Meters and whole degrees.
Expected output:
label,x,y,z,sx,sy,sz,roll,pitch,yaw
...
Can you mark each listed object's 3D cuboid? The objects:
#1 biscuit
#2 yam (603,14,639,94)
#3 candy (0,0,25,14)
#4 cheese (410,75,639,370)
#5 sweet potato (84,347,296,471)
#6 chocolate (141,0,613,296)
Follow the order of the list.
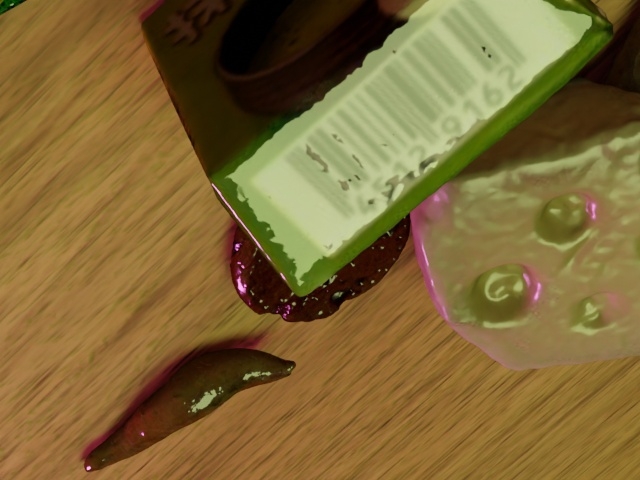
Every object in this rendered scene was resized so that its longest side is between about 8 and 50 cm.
label,x,y,z,sx,sy,sz,roll,pitch,yaw
biscuit,0.000,0.000,1.417,0.192,0.049,0.192,-21,136,-22
yam,0.314,-0.149,1.438,0.081,0.081,0.357,2,130,-32
candy,-0.283,-0.187,1.080,0.178,0.032,0.102,-29,138,-3
cheese,0.238,-0.014,1.413,0.326,0.115,0.318,27,122,-26
sweet potato,-0.145,0.166,1.485,0.249,0.059,0.069,-31,151,6
chocolate,0.020,-0.157,1.108,0.301,0.289,0.137,-40,128,9
